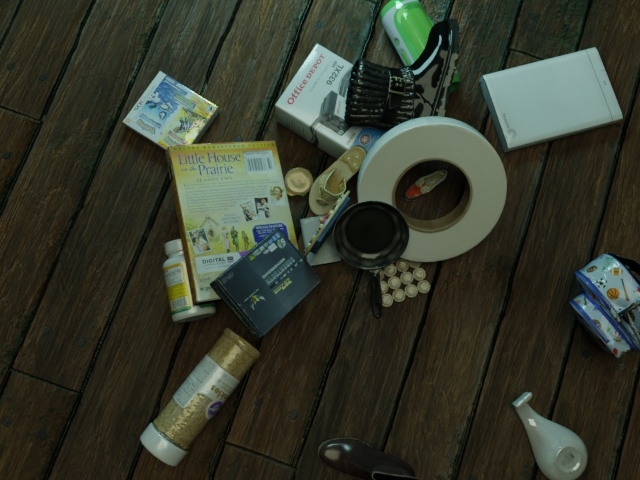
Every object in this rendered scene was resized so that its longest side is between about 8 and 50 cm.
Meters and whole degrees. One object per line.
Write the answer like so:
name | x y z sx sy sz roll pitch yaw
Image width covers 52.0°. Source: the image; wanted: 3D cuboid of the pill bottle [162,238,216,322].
pill bottle | -0.352 0.104 1.734 0.117 0.117 0.208 -13 80 -4

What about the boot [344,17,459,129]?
boot | 0.214 -0.445 1.719 0.260 0.131 0.348 14 81 -2

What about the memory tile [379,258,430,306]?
memory tile | 0.220 0.110 1.803 0.148 0.012 0.113 -19 80 -4

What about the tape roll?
tape roll | 0.286 -0.128 1.714 0.392 0.072 0.392 0 116 -1

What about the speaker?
speaker | 0.285 -0.550 1.876 0.131 0.131 0.297 -25 81 -6

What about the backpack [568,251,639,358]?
backpack | 0.769 0.167 1.698 0.213 0.276 0.263 -29 78 6

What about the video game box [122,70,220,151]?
video game box | -0.422 -0.351 1.858 0.205 0.048 0.187 32 82 5

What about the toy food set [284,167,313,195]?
toy food set | -0.060 -0.165 1.844 0.082 0.020 0.083 -2 79 -2

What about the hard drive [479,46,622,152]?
hard drive | 0.666 -0.410 1.899 0.353 0.047 0.233 -15 80 -4

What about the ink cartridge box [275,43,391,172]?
ink cartridge box | 0.058 -0.364 1.830 0.307 0.129 0.223 32 80 4

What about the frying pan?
frying pan | 0.161 0.035 1.723 0.197 0.053 0.326 -26 113 12

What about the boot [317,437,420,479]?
boot | 0.117 0.551 1.614 0.248 0.207 0.090 14 79 1

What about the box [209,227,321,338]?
box | -0.136 0.107 1.668 0.232 0.059 0.183 -41 96 -29

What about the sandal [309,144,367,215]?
sandal | 0.033 -0.153 1.749 0.088 0.079 0.240 40 117 0

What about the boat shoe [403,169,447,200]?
boat shoe | 0.296 -0.156 1.841 0.137 0.043 0.049 -29 83 -5

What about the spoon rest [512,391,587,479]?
spoon rest | 0.593 0.510 1.712 0.137 0.084 0.276 -37 95 -7

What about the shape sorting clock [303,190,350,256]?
shape sorting clock | 0.014 -0.045 1.704 0.040 0.206 0.206 33 80 4

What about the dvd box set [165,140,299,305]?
dvd box set | -0.225 -0.056 1.742 0.307 0.062 0.420 -8 79 -28

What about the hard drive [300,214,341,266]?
hard drive | 0.000 0.000 1.813 0.094 0.022 0.135 -10 79 -3

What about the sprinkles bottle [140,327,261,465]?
sprinkles bottle | -0.304 0.396 1.677 0.121 0.121 0.355 37 80 5
